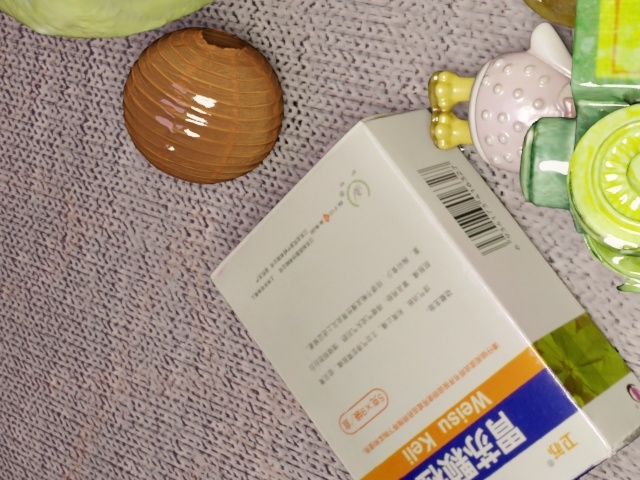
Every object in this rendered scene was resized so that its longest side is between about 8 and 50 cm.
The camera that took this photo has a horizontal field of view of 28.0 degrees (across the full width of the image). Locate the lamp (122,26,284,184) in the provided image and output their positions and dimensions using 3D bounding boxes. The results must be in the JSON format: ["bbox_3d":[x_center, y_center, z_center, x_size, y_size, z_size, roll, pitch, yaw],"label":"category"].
[{"bbox_3d":[-0.098,-0.113,1.073,0.136,0.136,0.136,7,102,36],"label":"lamp"}]

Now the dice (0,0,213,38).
[{"bbox_3d":[-0.173,-0.326,0.975,0.254,0.252,0.249,37,148,34],"label":"dice"}]

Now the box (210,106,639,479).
[{"bbox_3d":[0.080,0.076,0.982,0.200,0.106,0.299,-44,74,33],"label":"box"}]

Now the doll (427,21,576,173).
[{"bbox_3d":[0.174,-0.090,0.909,0.207,0.081,0.129,4,98,35],"label":"doll"}]

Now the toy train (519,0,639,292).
[{"bbox_3d":[0.255,-0.065,0.750,0.272,0.159,0.188,4,80,15],"label":"toy train"}]

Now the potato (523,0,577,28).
[{"bbox_3d":[0.194,-0.190,0.881,0.138,0.070,0.091,12,87,32],"label":"potato"}]
